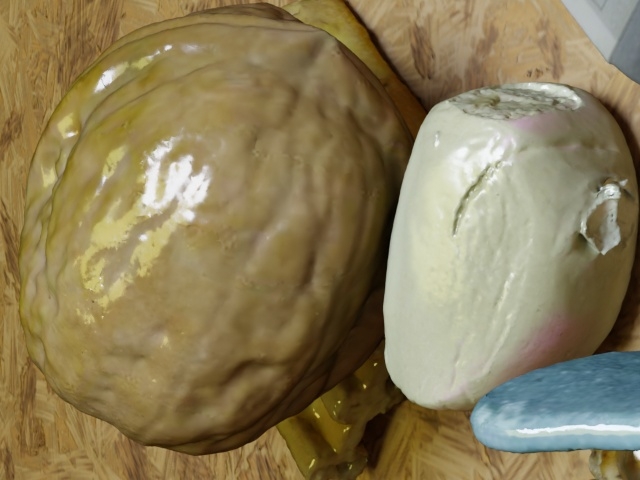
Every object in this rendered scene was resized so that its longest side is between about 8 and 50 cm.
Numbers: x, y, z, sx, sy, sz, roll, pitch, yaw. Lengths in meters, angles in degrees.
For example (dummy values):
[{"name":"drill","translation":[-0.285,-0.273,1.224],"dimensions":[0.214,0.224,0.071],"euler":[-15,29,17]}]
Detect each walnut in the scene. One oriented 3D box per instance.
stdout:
[{"name":"walnut","translation":[-0.074,-0.019,1.459],"dimensions":[0.344,0.306,0.306],"euler":[-56,45,27]}]

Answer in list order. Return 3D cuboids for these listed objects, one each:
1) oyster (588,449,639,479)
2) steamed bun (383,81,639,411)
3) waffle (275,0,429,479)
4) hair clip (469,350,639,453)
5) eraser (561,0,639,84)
[{"name":"oyster","translation":[0.273,0.178,1.264],"dimensions":[0.345,0.078,0.129],"euler":[38,103,54]},{"name":"steamed bun","translation":[0.144,0.012,1.379],"dimensions":[0.152,0.170,0.239],"euler":[17,107,37]},{"name":"waffle","translation":[0.001,0.000,1.694],"dimensions":[0.304,0.077,0.348],"euler":[54,136,44]},{"name":"hair clip","translation":[0.333,0.112,0.964],"dimensions":[0.318,0.392,0.238],"euler":[9,126,57]},{"name":"eraser","translation":[0.185,-0.230,1.379],"dimensions":[0.352,0.061,0.089],"euler":[60,140,38]}]
